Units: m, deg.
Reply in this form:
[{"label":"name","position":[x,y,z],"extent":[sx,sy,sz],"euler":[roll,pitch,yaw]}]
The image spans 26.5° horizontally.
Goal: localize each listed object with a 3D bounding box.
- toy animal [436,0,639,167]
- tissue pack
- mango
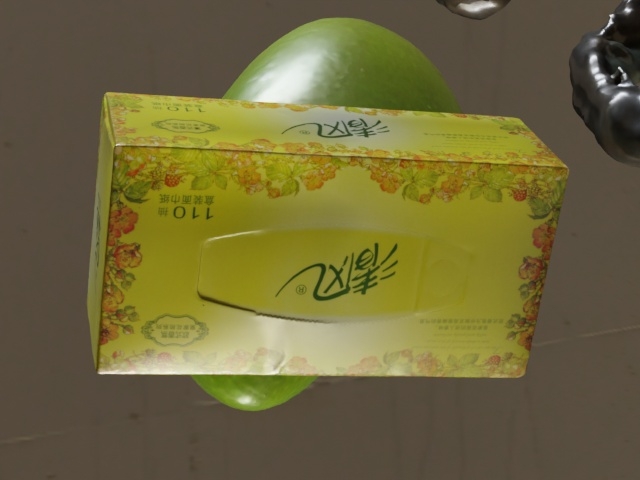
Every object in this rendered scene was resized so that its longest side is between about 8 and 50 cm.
[{"label":"toy animal","position":[0.115,-0.081,0.318],"extent":[0.233,0.148,0.084],"euler":[3,-55,28]},{"label":"tissue pack","position":[0.000,0.000,0.536],"extent":[0.176,0.062,0.095],"euler":[3,-67,-14]},{"label":"mango","position":[-0.002,-0.018,0.902],"extent":[0.192,0.343,0.156],"euler":[39,-45,-9]}]
